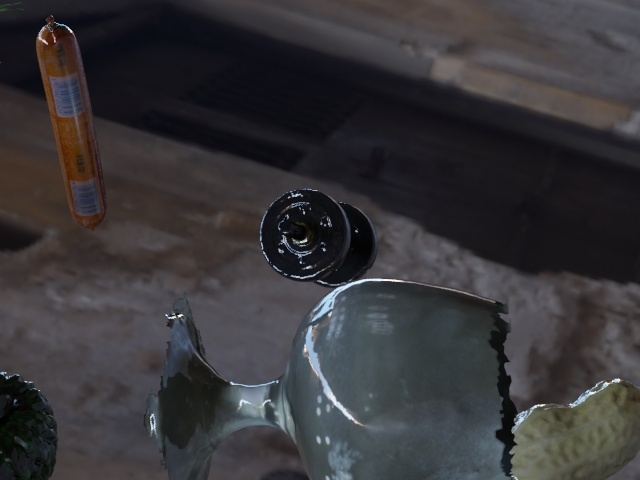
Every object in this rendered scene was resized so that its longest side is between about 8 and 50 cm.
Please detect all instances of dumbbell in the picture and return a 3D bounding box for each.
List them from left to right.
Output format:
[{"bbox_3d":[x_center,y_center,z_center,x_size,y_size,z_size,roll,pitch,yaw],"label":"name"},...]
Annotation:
[{"bbox_3d":[0.000,0.000,2.175,0.325,0.143,0.143,17,-90,-70],"label":"dumbbell"}]

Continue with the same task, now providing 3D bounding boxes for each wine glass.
[{"bbox_3d":[0.019,0.147,1.285,0.238,0.323,0.238,-2,-90,-80],"label":"wine glass"}]

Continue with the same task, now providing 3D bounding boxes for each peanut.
[{"bbox_3d":[0.376,0.310,2.089,0.313,0.152,0.152,-24,-27,-14],"label":"peanut"}]

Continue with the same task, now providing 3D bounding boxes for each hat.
[{"bbox_3d":[-0.567,0.376,2.283,0.332,0.274,0.242,99,167,-52],"label":"hat"}]

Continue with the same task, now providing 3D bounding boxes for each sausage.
[{"bbox_3d":[-0.315,-0.141,1.770,0.347,0.053,0.053,88,-159,-44],"label":"sausage"}]

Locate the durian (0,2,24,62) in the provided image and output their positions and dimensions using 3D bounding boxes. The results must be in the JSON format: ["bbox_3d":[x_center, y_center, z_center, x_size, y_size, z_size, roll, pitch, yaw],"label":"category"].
[{"bbox_3d":[-0.482,-0.209,1.328,0.169,0.356,0.157,-59,26,20],"label":"durian"}]
